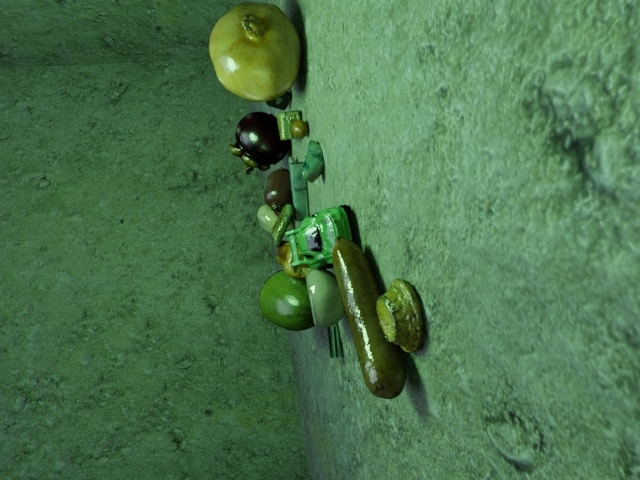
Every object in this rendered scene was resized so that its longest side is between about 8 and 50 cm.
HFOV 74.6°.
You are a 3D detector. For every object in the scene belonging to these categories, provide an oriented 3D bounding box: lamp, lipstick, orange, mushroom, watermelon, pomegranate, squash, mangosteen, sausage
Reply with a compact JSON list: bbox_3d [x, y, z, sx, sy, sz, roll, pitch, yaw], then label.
[{"bbox_3d":[-0.211,-0.262,2.239,0.180,0.179,0.258,111,167,-65],"label":"lamp"},{"bbox_3d":[-0.105,-0.238,2.072,0.077,0.076,0.290,-128,33,-66],"label":"lipstick"},{"bbox_3d":[-0.090,-0.494,1.863,0.085,0.084,0.085,172,90,-77],"label":"orange"},{"bbox_3d":[-0.259,-0.139,2.573,0.202,0.246,0.246,-49,32,13],"label":"mushroom"},{"bbox_3d":[-0.024,-0.323,1.708,0.094,0.081,0.180,48,-132,-85],"label":"watermelon"},{"bbox_3d":[-0.265,-0.797,2.171,0.283,0.202,0.125,-107,34,-47],"label":"lamp"},{"bbox_3d":[-0.267,-0.785,1.756,0.411,0.410,0.412,172,90,-77],"label":"pomegranate"},{"bbox_3d":[-0.126,0.323,2.035,0.309,0.309,0.311,-148,51,-70],"label":"squash"},{"bbox_3d":[-0.336,-0.529,2.312,0.347,0.306,0.307,-54,24,7],"label":"mangosteen"},{"bbox_3d":[0.130,0.206,1.220,0.136,0.123,0.501,36,-148,-50],"label":"sausage"}]

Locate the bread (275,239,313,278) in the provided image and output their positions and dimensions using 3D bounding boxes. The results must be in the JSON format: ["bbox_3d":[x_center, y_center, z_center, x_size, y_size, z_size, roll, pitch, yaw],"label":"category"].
[{"bbox_3d":[-0.106,0.095,2.042,0.344,0.195,0.149,-155,78,-75],"label":"bread"}]

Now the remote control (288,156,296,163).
[{"bbox_3d":[-0.122,-0.328,2.171,0.073,0.044,0.229,64,-172,-82],"label":"remote control"}]

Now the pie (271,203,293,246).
[{"bbox_3d":[-0.195,-0.075,2.099,0.240,0.054,0.241,-159,90,-77],"label":"pie"}]

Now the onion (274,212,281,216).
[{"bbox_3d":[-0.216,-0.215,2.413,0.177,0.153,0.177,59,162,32],"label":"onion"}]

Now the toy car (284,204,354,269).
[{"bbox_3d":[0.000,0.000,1.524,0.358,0.176,0.214,159,101,-72],"label":"toy car"}]

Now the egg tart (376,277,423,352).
[{"bbox_3d":[0.197,0.194,1.068,0.191,0.074,0.192,170,90,-75],"label":"egg tart"}]

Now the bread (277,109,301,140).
[{"bbox_3d":[-0.151,-0.553,2.021,0.196,0.102,0.139,-135,41,-73],"label":"bread"}]

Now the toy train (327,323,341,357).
[{"bbox_3d":[0.056,0.386,1.848,0.055,0.048,0.252,116,149,-76],"label":"toy train"}]

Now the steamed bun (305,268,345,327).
[{"bbox_3d":[0.028,0.218,1.635,0.232,0.144,0.232,170,90,-87],"label":"steamed bun"}]
